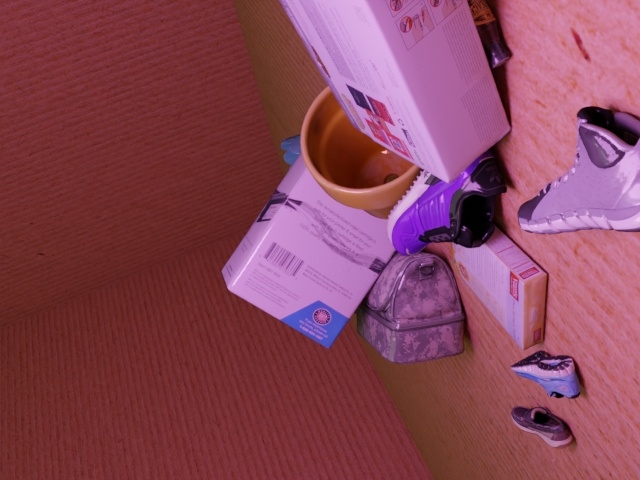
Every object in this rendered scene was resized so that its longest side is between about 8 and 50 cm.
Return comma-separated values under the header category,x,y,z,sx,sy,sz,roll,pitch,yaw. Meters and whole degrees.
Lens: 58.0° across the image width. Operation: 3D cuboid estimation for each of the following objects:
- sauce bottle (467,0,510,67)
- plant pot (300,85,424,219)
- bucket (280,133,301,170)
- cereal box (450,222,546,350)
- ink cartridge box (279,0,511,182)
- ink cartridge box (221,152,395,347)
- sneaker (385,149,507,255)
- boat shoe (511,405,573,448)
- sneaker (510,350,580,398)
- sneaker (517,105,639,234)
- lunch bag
category,x,y,z,sx,sy,sz,roll,pitch,yaw
sauce bottle,0.208,-0.289,0.759,0.128,0.042,0.042,60,172,3
plant pot,0.117,-0.157,1.106,0.254,0.253,0.239,64,-172,27
bucket,0.007,-0.226,1.824,0.281,0.183,0.281,158,90,-83
cereal box,0.306,0.053,1.020,0.240,0.047,0.173,-122,11,-48
ink cartridge box,0.094,-0.271,0.820,0.272,0.130,0.309,42,172,49
ink cartridge box,0.000,0.000,1.345,0.285,0.395,0.166,34,-179,-19
sneaker,0.212,-0.034,0.970,0.146,0.102,0.293,59,149,24
boat shoe,0.412,0.337,1.084,0.152,0.056,0.049,-171,63,-70
sneaker,0.379,0.234,0.973,0.073,0.063,0.162,64,173,2
sneaker,0.295,-0.079,0.641,0.228,0.086,0.132,179,74,-71
lunch bag,0.204,0.129,1.416,0.305,0.212,0.256,-146,52,-73
